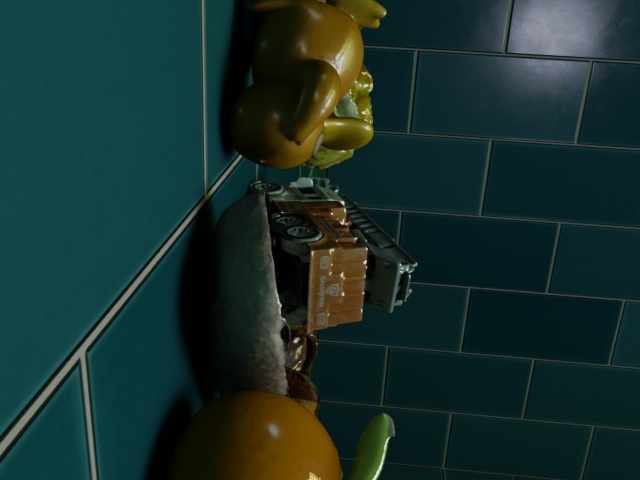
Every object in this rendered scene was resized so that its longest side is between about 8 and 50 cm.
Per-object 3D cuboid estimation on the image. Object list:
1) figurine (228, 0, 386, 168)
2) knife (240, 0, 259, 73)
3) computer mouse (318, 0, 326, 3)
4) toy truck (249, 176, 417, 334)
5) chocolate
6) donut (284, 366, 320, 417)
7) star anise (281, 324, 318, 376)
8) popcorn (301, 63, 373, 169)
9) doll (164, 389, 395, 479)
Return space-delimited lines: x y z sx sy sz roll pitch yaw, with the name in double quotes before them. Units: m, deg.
"figurine" -0.026 -0.206 0.863 0.215 0.215 0.228 23 63 -86
"knife" -0.088 -0.359 0.834 0.044 0.026 0.296 -60 157 -54
"computer mouse" -0.038 -0.396 1.115 0.236 0.082 0.145 -39 134 -82
"toy truck" 0.000 0.000 0.996 0.338 0.185 0.132 -128 -143 -61
"chocolate" -0.089 0.097 0.796 0.303 0.101 0.185 97 -11 -48
"donut" -0.078 0.286 1.063 0.217 0.141 0.085 -65 167 -67
"star anise" -0.059 0.169 1.311 0.292 0.109 0.349 0 95 -81
"popcorn" -0.005 -0.226 1.154 0.221 0.184 0.204 -23 105 -71
"doll" -0.040 0.258 0.683 0.213 0.236 0.213 -1 90 -84
